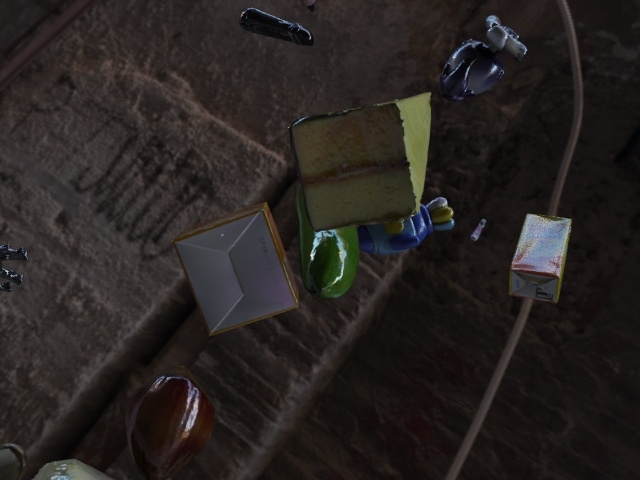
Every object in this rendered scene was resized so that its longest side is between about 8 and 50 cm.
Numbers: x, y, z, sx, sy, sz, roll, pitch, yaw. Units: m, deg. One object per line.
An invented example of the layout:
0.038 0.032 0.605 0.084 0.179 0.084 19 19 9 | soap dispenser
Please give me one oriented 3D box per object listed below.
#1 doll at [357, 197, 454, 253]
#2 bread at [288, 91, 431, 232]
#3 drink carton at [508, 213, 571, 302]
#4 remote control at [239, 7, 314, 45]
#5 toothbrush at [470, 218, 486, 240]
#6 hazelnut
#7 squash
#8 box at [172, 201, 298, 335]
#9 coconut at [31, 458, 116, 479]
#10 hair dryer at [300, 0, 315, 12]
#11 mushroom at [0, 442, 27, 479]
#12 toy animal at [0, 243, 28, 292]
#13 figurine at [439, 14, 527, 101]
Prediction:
0.203 -0.085 1.634 0.365 0.376 0.187 41 26 -6 | doll
0.089 -0.129 0.826 0.168 0.264 0.163 -6 -76 27 | bread
0.730 0.047 1.787 0.154 0.351 0.111 9 -52 25 | drink carton
-0.137 -0.694 1.748 0.266 0.066 0.090 20 3 14 | remote control
0.477 -0.034 1.622 0.020 0.025 0.286 29 20 14 | toothbrush
-0.303 0.355 1.058 0.181 0.181 0.212 51 -18 13 | hazelnut
0.009 -0.023 0.966 0.107 0.107 0.395 45 19 -27 | squash
-0.225 0.069 1.502 0.214 0.259 0.283 -98 169 -80 | box
-0.440 0.584 0.973 0.309 0.297 0.297 47 -15 -20 | coconut
-0.072 -0.701 1.407 0.107 0.189 0.344 17 -10 23 | hair dryer
-0.680 0.442 1.023 0.096 0.108 0.247 7 -17 18 | mushroom
-0.878 0.075 1.448 0.146 0.245 0.114 20 39 -41 | toy animal
0.397 -0.442 1.366 0.145 0.222 0.145 27 35 -21 | figurine
